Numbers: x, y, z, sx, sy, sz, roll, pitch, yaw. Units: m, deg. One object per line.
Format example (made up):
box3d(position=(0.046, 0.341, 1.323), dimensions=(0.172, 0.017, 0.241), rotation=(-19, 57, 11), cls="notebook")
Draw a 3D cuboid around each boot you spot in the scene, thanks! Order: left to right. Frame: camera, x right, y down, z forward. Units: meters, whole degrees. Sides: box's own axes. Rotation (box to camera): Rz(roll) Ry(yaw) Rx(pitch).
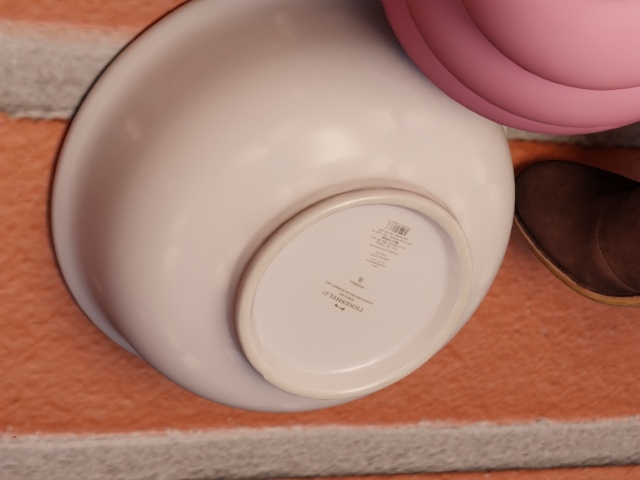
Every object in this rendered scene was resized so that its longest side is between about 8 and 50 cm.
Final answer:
box3d(position=(0.219, -0.029, 0.876), dimensions=(0.090, 0.248, 0.207), rotation=(-44, 151, -24), cls="boot")

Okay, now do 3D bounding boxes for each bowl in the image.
box3d(position=(0.000, 0.000, 0.886), dimensions=(0.298, 0.134, 0.298), rotation=(-12, 127, -16), cls="bowl")

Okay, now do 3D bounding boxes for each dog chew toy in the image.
box3d(position=(0.123, -0.145, 0.709), dimensions=(0.207, 0.332, 0.206), rotation=(1, 100, 5), cls="dog chew toy")
